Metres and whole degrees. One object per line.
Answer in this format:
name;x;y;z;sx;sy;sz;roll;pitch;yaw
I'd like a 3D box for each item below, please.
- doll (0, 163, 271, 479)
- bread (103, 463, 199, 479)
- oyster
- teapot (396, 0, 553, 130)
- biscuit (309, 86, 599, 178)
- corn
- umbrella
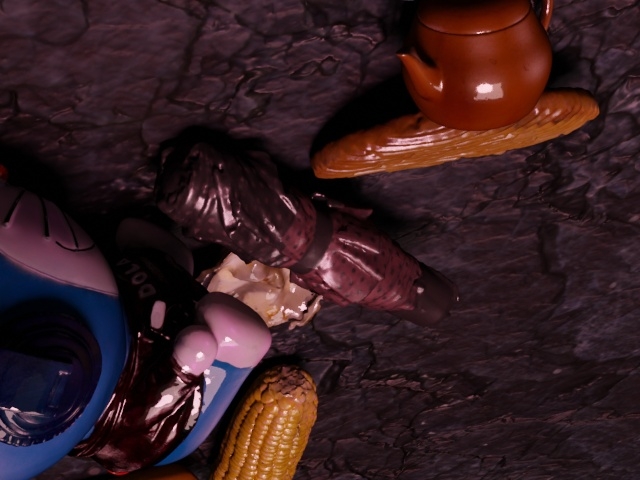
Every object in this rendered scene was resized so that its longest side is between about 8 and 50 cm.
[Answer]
doll;-0.224;0.074;0.947;0.310;0.284;0.240;20;89;-41
bread;-0.250;0.315;1.471;0.239;0.074;0.093;-14;133;-13
oyster;-0.135;0.090;1.182;0.345;0.079;0.128;-36;146;12
teapot;0.115;-0.149;0.927;0.173;0.116;0.116;-34;159;-32
biscuit;0.106;-0.084;1.044;0.228;0.031;0.176;-16;172;23
corn;-0.063;0.233;1.430;0.101;0.101;0.292;-5;144;-23
umbrella;0.000;0.000;1.074;0.326;0.090;0.094;24;89;-40
